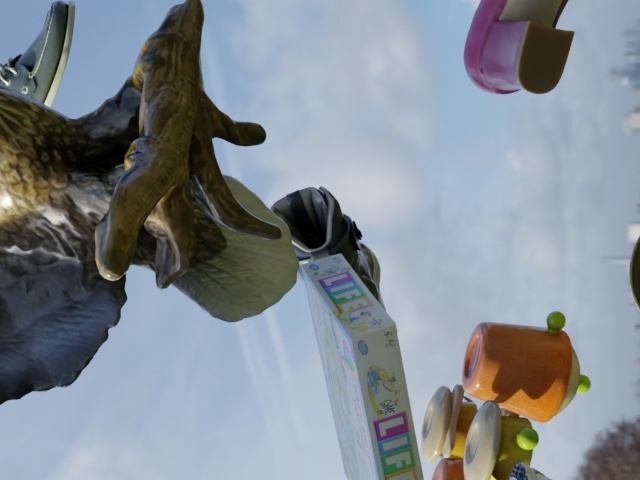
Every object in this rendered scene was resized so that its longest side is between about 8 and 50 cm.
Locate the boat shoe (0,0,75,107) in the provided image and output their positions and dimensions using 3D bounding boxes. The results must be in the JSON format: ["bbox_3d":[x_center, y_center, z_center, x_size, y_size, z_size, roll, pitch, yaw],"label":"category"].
[{"bbox_3d":[-0.459,-0.226,1.702,0.320,0.099,0.116,-64,21,18],"label":"boat shoe"}]

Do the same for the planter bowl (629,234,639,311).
[{"bbox_3d":[0.380,0.047,1.041,0.109,0.162,0.162,47,-134,-53],"label":"planter bowl"}]

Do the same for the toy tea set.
[{"bbox_3d":[0.182,0.223,1.156,0.336,0.124,0.200,112,170,-54],"label":"toy tea set"}]

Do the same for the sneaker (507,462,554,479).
[{"bbox_3d":[0.123,0.145,0.579,0.109,0.043,0.040,-162,89,-82],"label":"sneaker"}]

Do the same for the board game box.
[{"bbox_3d":[0.028,0.097,0.647,0.103,0.026,0.154,-126,23,-64],"label":"board game box"}]

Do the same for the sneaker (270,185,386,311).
[{"bbox_3d":[0.002,-0.001,1.238,0.163,0.086,0.226,59,-177,-24],"label":"sneaker"}]

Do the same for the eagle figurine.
[{"bbox_3d":[-0.181,-0.024,0.612,0.226,0.298,0.225,-17,-94,-62],"label":"eagle figurine"}]

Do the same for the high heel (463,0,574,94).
[{"bbox_3d":[0.167,-0.225,0.818,0.117,0.082,0.244,-142,62,-69],"label":"high heel"}]
